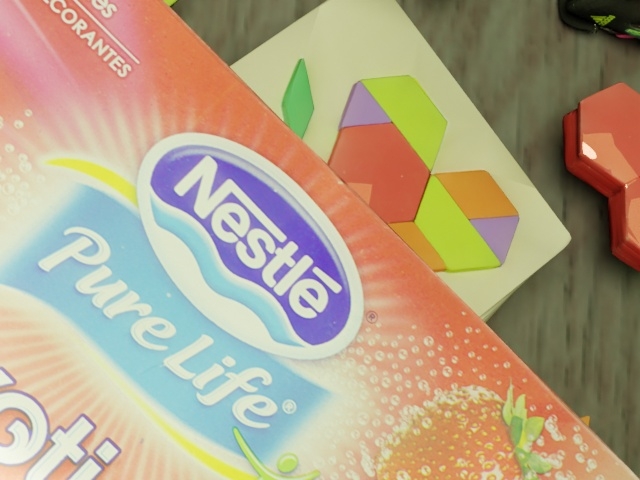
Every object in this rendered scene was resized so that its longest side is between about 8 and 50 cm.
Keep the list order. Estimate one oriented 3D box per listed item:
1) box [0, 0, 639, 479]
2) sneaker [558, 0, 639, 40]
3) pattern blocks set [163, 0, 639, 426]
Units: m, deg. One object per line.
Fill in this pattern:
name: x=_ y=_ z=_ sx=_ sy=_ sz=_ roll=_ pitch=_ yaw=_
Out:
box: x=-0.064 y=0.039 z=0.580 sx=0.300 sy=0.154 sz=0.142 roll=45 pitch=70 yaw=-2
sneaker: x=0.143 y=-0.104 z=0.858 sx=0.075 sy=0.063 sz=0.170 roll=-36 pitch=87 yaw=-24
pattern blocks set: x=0.000 y=0.000 z=0.756 sx=0.285 sy=0.026 sz=0.325 roll=39 pitch=68 yaw=-7
